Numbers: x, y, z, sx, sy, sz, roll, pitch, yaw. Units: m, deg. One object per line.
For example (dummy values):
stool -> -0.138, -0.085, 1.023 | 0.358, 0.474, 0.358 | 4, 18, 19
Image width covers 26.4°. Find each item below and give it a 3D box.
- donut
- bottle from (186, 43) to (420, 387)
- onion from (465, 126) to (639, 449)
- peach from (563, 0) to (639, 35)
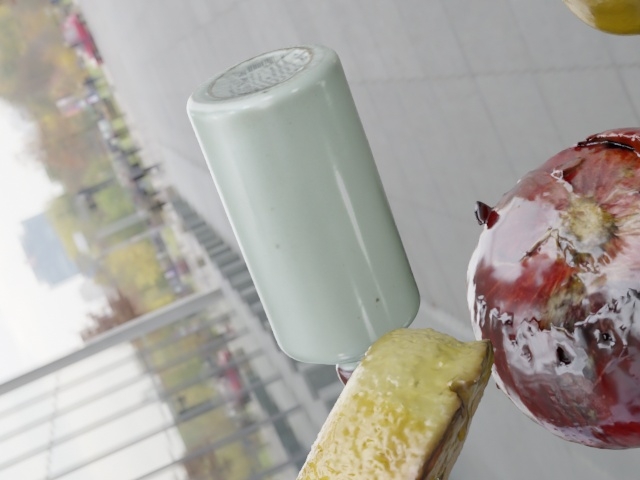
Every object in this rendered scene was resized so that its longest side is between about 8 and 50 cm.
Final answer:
donut -> 0.033, 0.123, 0.724 | 0.066, 0.178, 0.162 | 23, 150, 12
bottle -> 0.000, 0.000, 0.903 | 0.104, 0.104, 0.245 | -128, 17, -66
onion -> 0.259, 0.042, 1.139 | 0.276, 0.276, 0.276 | 156, 90, -84
peach -> 0.226, -0.227, 0.938 | 0.103, 0.179, 0.179 | 31, 154, 33
